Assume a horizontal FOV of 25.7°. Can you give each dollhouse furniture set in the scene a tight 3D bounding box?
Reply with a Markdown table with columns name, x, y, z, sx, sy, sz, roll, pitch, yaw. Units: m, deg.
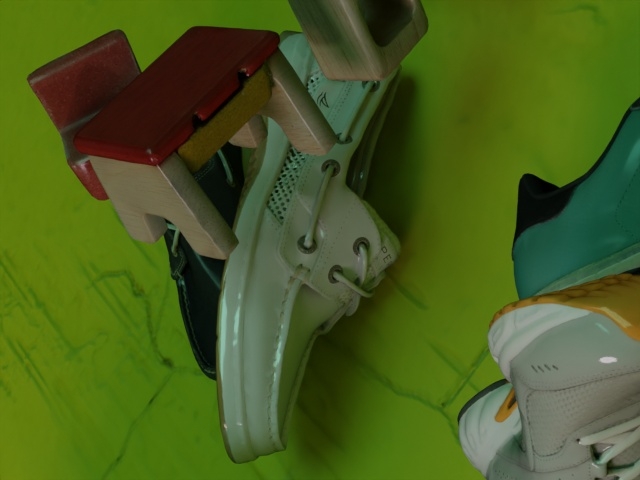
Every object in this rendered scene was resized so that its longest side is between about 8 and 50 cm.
| name | x | y | z | sx | sy | sz | roll | pitch | yaw |
| --- | --- | --- | --- | --- | --- | --- | --- | --- | --- |
| dollhouse furniture set | -0.039 | -0.176 | 0.802 | 0.201 | 0.152 | 0.374 | 10 | 47 | 43 |

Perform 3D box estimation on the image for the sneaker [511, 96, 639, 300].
| name | x | y | z | sx | sy | sz | roll | pitch | yaw |
| --- | --- | --- | --- | --- | --- | --- | --- | --- | --- |
| sneaker | 0.212 | -0.041 | 0.656 | 0.302 | 0.108 | 0.121 | -28 | 59 | 32 |

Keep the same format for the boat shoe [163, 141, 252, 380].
| name | x | y | z | sx | sy | sz | roll | pitch | yaw |
| --- | --- | --- | --- | --- | --- | --- | --- | --- | --- |
| boat shoe | -0.083 | -0.009 | 0.933 | 0.084 | 0.079 | 0.233 | -29 | 57 | 27 |

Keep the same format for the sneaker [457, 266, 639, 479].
| name | x | y | z | sx | sy | sz | roll | pitch | yaw |
| --- | --- | --- | --- | --- | --- | --- | --- | --- | --- |
| sneaker | 0.129 | 0.096 | 0.611 | 0.099 | 0.262 | 0.121 | -14 | 68 | -5 |

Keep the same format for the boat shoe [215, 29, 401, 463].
| name | x | y | z | sx | sy | sz | roll | pitch | yaw |
| --- | --- | --- | --- | --- | --- | --- | --- | --- | --- |
| boat shoe | 0.000 | 0.000 | 0.839 | 0.096 | 0.098 | 0.277 | 7 | 69 | 6 |
